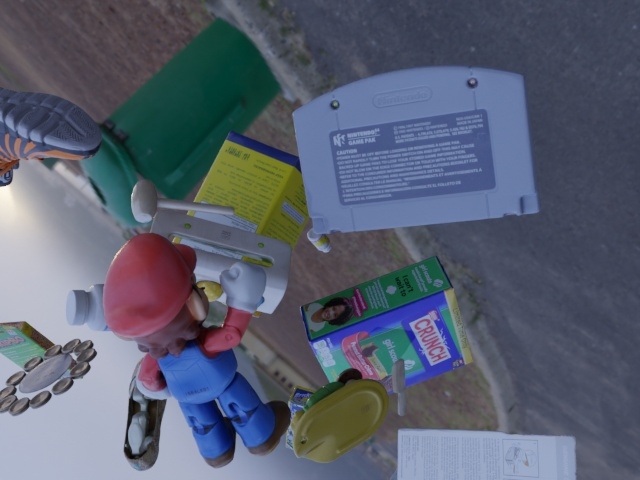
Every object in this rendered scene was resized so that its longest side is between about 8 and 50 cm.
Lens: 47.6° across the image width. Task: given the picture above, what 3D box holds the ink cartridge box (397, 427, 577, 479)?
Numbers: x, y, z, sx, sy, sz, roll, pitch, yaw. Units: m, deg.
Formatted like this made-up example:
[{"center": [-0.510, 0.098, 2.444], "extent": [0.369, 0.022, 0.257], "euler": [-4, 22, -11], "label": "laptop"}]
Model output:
[{"center": [0.185, 0.302, 0.798], "extent": [0.224, 0.181, 0.056], "euler": [-11, 160, 40], "label": "ink cartridge box"}]

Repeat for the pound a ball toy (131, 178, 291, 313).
[{"center": [-0.215, 0.029, 1.366], "extent": [0.319, 0.136, 0.208], "euler": [15, 145, -14], "label": "pound a ball toy"}]

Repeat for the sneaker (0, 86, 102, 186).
[{"center": [-0.535, -0.168, 1.298], "extent": [0.321, 0.124, 0.180], "euler": [19, 128, 11], "label": "sneaker"}]

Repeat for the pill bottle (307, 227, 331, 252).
[{"center": [0.000, 0.000, 1.993], "extent": [0.043, 0.043, 0.083], "euler": [33, 170, 38], "label": "pill bottle"}]

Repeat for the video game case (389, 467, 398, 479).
[{"center": [0.221, 0.488, 1.504], "extent": [0.143, 0.157, 0.019], "euler": [-2, 117, 40], "label": "video game case"}]

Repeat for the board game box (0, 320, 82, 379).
[{"center": [-0.655, 0.248, 1.636], "extent": [0.124, 0.039, 0.259], "euler": [-6, 146, 18], "label": "board game box"}]

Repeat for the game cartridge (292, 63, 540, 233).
[{"center": [0.116, -0.116, 0.912], "extent": [0.060, 0.294, 0.196], "euler": [-43, -55, -65], "label": "game cartridge"}]

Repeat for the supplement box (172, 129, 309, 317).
[{"center": [-0.172, -0.034, 1.659], "extent": [0.194, 0.357, 0.195], "euler": [24, 174, 23], "label": "supplement box"}]

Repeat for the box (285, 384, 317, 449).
[{"center": [-0.043, 0.418, 1.687], "extent": [0.059, 0.054, 0.169], "euler": [14, 128, 13], "label": "box"}]

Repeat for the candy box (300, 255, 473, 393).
[{"center": [0.151, 0.206, 1.580], "extent": [0.122, 0.317, 0.268], "euler": [-110, -3, -48], "label": "candy box"}]

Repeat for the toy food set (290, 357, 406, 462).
[{"center": [0.037, 0.271, 1.185], "extent": [0.071, 0.218, 0.128], "euler": [37, 147, 52], "label": "toy food set"}]

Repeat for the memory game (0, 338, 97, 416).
[{"center": [-0.462, 0.228, 1.223], "extent": [0.186, 0.186, 0.012], "euler": [25, 144, 58], "label": "memory game"}]

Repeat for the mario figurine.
[{"center": [-0.152, 0.123, 0.925], "extent": [0.170, 0.198, 0.321], "euler": [26, 144, 59], "label": "mario figurine"}]

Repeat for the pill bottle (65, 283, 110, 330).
[{"center": [-0.540, 0.175, 1.892], "extent": [0.221, 0.124, 0.124], "euler": [5, -167, -33], "label": "pill bottle"}]

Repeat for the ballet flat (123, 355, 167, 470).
[{"center": [-0.315, 0.304, 1.298], "extent": [0.073, 0.206, 0.067], "euler": [-6, 159, 4], "label": "ballet flat"}]
